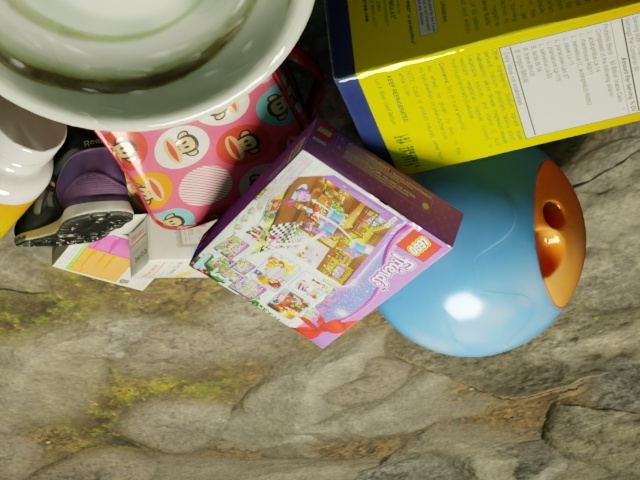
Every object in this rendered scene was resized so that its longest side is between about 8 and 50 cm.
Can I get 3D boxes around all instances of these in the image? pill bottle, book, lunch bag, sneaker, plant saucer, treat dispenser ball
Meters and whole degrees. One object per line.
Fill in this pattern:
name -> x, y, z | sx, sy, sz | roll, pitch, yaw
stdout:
pill bottle -> -0.406, -0.080, 1.801 | 0.136, 0.136, 0.245 | 19, 137, -31
book -> -0.280, 0.017, 2.047 | 0.144, 0.035, 0.096 | 20, 134, -32
lunch bag -> -0.123, -0.158, 1.726 | 0.258, 0.120, 0.293 | -21, 137, 5
sneaker -> -0.310, -0.066, 1.883 | 0.107, 0.124, 0.283 | -3, 172, -31
plant saucer -> -0.201, -0.299, 1.494 | 0.400, 0.100, 0.400 | -2, 128, -3
treat dispenser ball -> 0.186, 0.000, 1.867 | 0.288, 0.288, 0.288 | -4, 145, -3

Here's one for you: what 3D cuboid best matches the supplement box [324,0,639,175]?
supplement box -> 0.200, -0.229, 1.630 | 0.356, 0.195, 0.194 | -13, 144, 11

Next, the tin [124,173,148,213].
tin -> -0.203, -0.095, 1.897 | 0.106, 0.040, 0.190 | -14, 144, 5

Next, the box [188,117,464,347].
box -> 0.000, 0.000, 1.725 | 0.201, 0.057, 0.293 | 33, 141, -13

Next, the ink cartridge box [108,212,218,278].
ink cartridge box -> -0.183, 0.008, 1.969 | 0.198, 0.067, 0.115 | 0, 166, -19
